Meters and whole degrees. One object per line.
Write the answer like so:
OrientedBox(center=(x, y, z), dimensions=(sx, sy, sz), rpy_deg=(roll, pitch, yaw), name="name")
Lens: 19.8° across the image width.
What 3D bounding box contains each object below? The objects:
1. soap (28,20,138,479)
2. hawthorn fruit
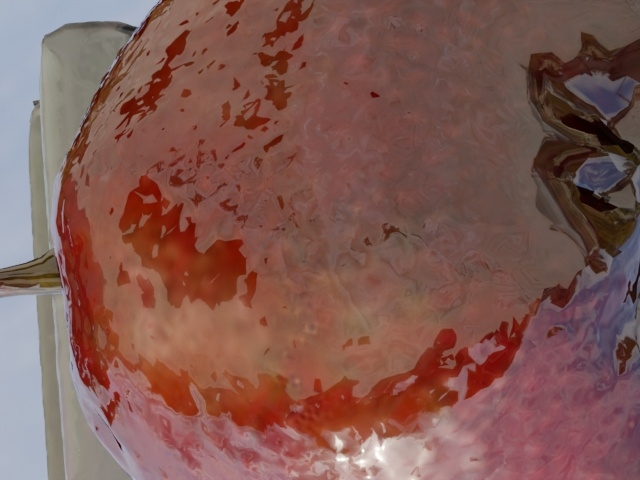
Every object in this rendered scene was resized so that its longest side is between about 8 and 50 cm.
OrientedBox(center=(-0.052, 0.051, 1.471), dimensions=(0.350, 0.213, 0.435), rpy_deg=(-5, -109, -14), name="soap")
OrientedBox(center=(0.000, 0.000, 0.594), dimensions=(0.266, 0.210, 0.230), rpy_deg=(0, -104, 19), name="hawthorn fruit")
